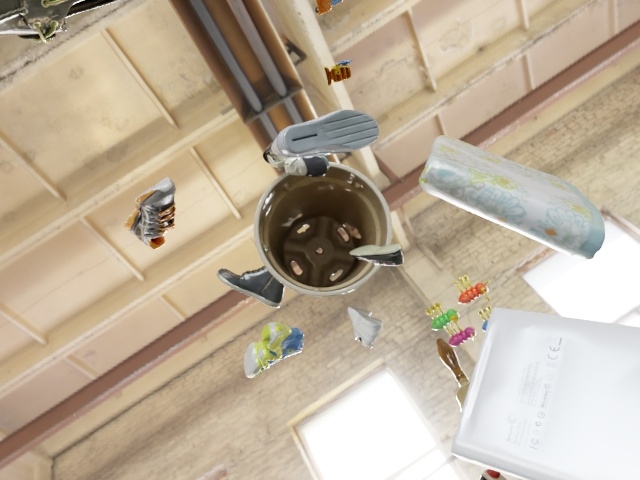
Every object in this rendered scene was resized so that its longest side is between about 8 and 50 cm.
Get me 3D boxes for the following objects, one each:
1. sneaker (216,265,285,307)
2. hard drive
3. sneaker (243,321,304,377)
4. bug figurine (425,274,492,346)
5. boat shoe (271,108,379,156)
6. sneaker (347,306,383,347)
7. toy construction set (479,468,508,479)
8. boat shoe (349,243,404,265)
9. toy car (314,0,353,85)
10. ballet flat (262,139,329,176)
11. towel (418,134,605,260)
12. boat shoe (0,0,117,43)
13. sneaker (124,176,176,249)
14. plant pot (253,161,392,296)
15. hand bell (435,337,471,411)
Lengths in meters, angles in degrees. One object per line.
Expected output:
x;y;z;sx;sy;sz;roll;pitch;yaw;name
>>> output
-0.199;0.105;1.650;0.118;0.222;0.083;-67;-13;2;sneaker
0.334;0.198;0.641;0.040;0.318;0.210;46;-121;-41;hard drive
-0.118;0.302;1.464;0.126;0.091;0.240;9;-38;-25;sneaker
0.443;0.225;1.619;0.216;0.072;0.279;-36;-48;14;bug figurine
0.007;-0.210;1.080;0.226;0.076;0.083;-11;-86;-29;boat shoe
0.084;0.177;1.142;0.053;0.152;0.061;13;-85;-10;sneaker
0.563;0.755;1.499;0.257;0.237;0.309;30;-70;-29;toy construction set
0.115;0.033;1.144;0.049;0.133;0.042;-35;-67;-40;boat shoe
0.018;-0.246;0.624;0.040;0.060;0.122;-8;-64;10;toy car
-0.066;-0.180;1.251;0.074;0.203;0.074;-20;-58;-34;ballet flat
0.357;-0.100;1.073;0.320;0.374;0.090;22;-69;7;towel
-0.385;-0.338;0.771;0.305;0.109;0.091;-45;-65;-27;boat shoe
-0.324;-0.053;1.094;0.084;0.083;0.215;-41;0;-36;sneaker
0.000;0.000;1.454;0.334;0.334;0.305;-28;-10;-8;plant pot
0.339;0.328;1.320;0.126;0.242;0.126;-10;-50;-12;hand bell
